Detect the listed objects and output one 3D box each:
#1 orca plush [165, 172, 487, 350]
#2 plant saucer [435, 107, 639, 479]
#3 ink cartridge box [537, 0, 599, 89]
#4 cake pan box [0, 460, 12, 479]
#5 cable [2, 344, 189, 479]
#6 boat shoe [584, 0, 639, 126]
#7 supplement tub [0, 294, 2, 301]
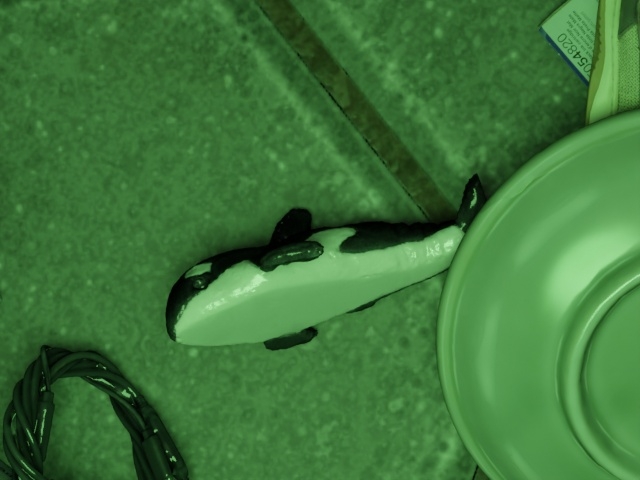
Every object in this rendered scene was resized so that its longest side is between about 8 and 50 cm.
[{"bbox_3d":[0.000,0.000,1.281,0.287,0.151,0.102,-24,59,5],"label":"orca plush"},{"bbox_3d":[0.295,0.092,1.216,0.401,0.100,0.400,0,108,1],"label":"plant saucer"},{"bbox_3d":[0.336,-0.172,1.272,0.224,0.045,0.223,-40,90,31],"label":"ink cartridge box"},{"bbox_3d":[-0.249,0.262,1.222,0.267,0.246,0.070,38,88,2],"label":"cake pan box"},{"bbox_3d":[-0.200,0.173,1.274,0.151,0.047,0.184,-24,81,-41],"label":"cable"},{"bbox_3d":[0.272,-0.176,1.219,0.092,0.103,0.285,10,117,16],"label":"boat shoe"},{"bbox_3d":[-0.333,0.077,1.308,0.071,0.071,0.107,32,92,1],"label":"supplement tub"}]
